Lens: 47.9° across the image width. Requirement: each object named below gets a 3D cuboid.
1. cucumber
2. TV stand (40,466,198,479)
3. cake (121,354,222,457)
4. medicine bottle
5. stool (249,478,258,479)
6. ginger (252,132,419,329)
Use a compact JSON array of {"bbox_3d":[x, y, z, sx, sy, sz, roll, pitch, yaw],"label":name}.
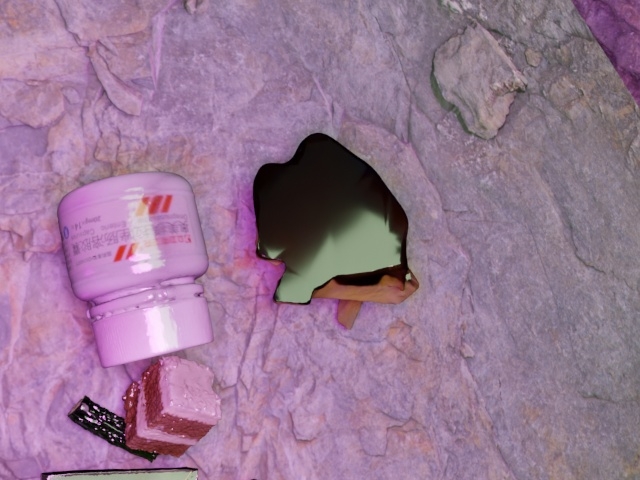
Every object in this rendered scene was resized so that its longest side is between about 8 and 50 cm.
[{"bbox_3d":[-0.380,0.353,1.349,0.187,0.058,0.058,33,63,-17],"label":"cucumber"},{"bbox_3d":[-0.363,0.457,1.310,0.269,0.088,0.083,8,72,-27],"label":"TV stand"},{"bbox_3d":[-0.275,0.304,1.337,0.134,0.147,0.135,21,35,-34],"label":"cake"},{"bbox_3d":[-0.334,0.056,1.340,0.256,0.256,0.325,-9,83,-31],"label":"medicine bottle"},{"bbox_3d":[-0.145,0.526,1.410,0.110,0.096,0.096,-31,92,-36],"label":"stool"},{"bbox_3d":[0.000,0.000,1.603,0.358,0.211,0.414,-27,81,-19],"label":"ginger"}]
